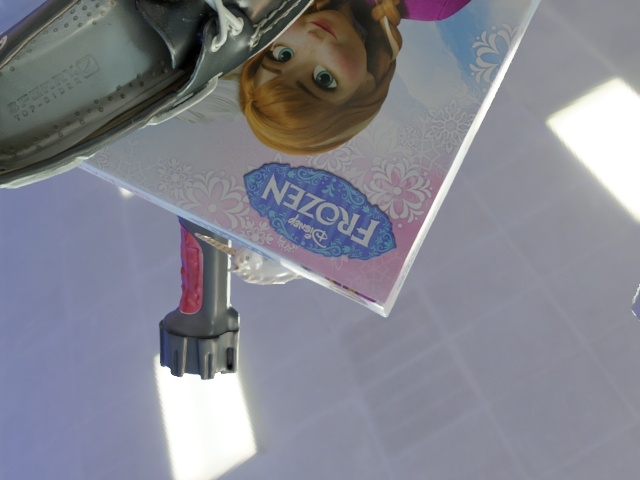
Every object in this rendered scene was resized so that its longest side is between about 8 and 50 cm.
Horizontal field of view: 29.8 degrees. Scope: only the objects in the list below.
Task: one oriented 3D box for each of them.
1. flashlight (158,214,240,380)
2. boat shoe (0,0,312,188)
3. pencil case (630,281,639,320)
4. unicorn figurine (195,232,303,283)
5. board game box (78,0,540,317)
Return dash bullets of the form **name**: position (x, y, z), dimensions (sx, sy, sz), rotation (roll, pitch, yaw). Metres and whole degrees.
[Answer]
- **flashlight**: position (-0.154, 0.012, 1.416), dimensions (0.103, 0.304, 0.103), rotation (-12, -154, -38)
- **boat shoe**: position (-0.099, -0.125, 0.721), dimensions (0.302, 0.114, 0.091), rotation (-37, -158, 1)
- **pencil case**: position (0.402, -0.085, 1.139), dimensions (0.159, 0.411, 0.183), rotation (7, -163, 7)
- **unicorn figurine**: position (0.000, 0.000, 0.955), dimensions (0.111, 0.162, 0.060), rotation (-30, -108, 30)
- **board game box**: position (-0.025, -0.155, 0.881), dimensions (0.318, 0.066, 0.318), rotation (25, -97, 9)
